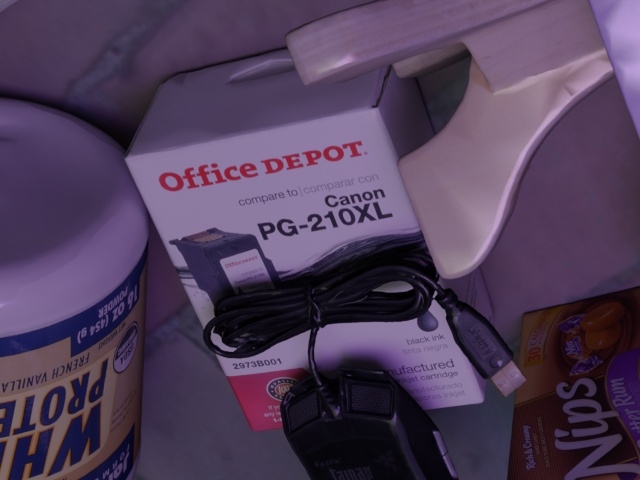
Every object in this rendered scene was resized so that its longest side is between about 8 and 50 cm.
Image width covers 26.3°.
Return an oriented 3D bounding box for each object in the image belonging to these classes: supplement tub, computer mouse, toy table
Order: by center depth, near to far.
[{"bbox_3d":[0.091,-0.127,0.715,0.161,0.252,0.274,-20,80,19],"label":"toy table"},{"bbox_3d":[0.061,0.116,0.878,0.184,0.060,0.262,-20,109,30],"label":"computer mouse"},{"bbox_3d":[-0.235,0.086,0.941,0.228,0.228,0.316,11,128,5],"label":"supplement tub"}]

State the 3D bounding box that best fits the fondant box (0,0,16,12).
[{"bbox_3d":[-0.257,-0.237,0.792,0.330,0.096,0.238,-27,115,28],"label":"fondant box"}]

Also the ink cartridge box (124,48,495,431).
[{"bbox_3d":[0.000,0.000,0.902,0.172,0.100,0.237,-10,123,19],"label":"ink cartridge box"}]

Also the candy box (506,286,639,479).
[{"bbox_3d":[0.183,0.112,0.887,0.109,0.187,0.053,-15,121,23],"label":"candy box"}]
